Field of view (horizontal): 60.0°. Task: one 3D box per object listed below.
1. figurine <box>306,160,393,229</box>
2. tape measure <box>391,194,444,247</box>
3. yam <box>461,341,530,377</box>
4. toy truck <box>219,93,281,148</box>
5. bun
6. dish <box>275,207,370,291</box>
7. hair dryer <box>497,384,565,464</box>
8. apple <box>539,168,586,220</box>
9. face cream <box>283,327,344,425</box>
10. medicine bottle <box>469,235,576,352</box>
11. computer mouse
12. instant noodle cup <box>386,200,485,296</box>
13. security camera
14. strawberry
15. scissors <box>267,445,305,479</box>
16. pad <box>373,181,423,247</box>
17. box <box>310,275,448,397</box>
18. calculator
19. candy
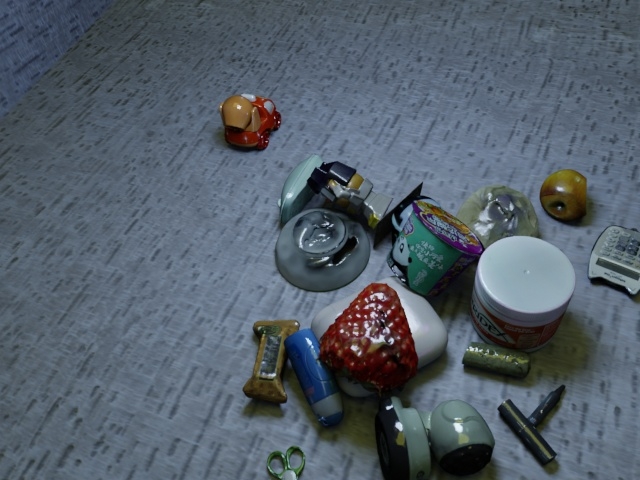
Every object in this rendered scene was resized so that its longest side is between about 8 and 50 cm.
[{"bbox_3d":[0.099,-0.162,1.845,0.308,0.308,0.143,33,83,28],"label":"figurine"},{"bbox_3d":[0.315,-0.051,1.781,0.182,0.181,0.107,-24,40,-9],"label":"tape measure"},{"bbox_3d":[0.486,0.328,1.534,0.179,0.078,0.078,9,54,18],"label":"yam"},{"bbox_3d":[-0.284,-0.497,2.171,0.189,0.239,0.265,12,55,16],"label":"toy truck"},{"bbox_3d":[0.558,-0.062,1.766,0.272,0.168,0.273,-5,59,9],"label":"bun"},{"bbox_3d":[0.000,0.000,1.822,0.324,0.124,0.324,-4,53,5],"label":"dish"},{"bbox_3d":[0.591,0.458,1.441,0.194,0.050,0.173,-25,56,-15],"label":"hair dryer"},{"bbox_3d":[0.806,-0.153,1.812,0.163,0.146,0.147,29,57,29],"label":"apple"},{"bbox_3d":[-0.013,0.375,1.511,0.083,0.149,0.264,-16,72,-28],"label":"face cream"},{"bbox_3d":[0.554,0.154,1.552,0.252,0.241,0.253,-4,51,5],"label":"medicine bottle"},{"bbox_3d":[-0.080,-0.191,1.952,0.097,0.159,0.288,32,56,11],"label":"computer mouse"},{"bbox_3d":[0.322,0.032,1.624,0.251,0.190,0.251,26,26,-14],"label":"instant noodle cup"},{"bbox_3d":[0.287,0.495,1.374,0.277,0.197,0.191,-7,40,-8],"label":"security camera"},{"bbox_3d":[0.152,0.249,1.419,0.253,0.150,0.280,38,70,16],"label":"strawberry"},{"bbox_3d":[-0.072,0.630,1.412,0.101,0.027,0.204,-17,50,-1],"label":"scissors"},{"bbox_3d":[0.255,-0.084,1.829,0.003,0.158,0.235,40,67,21],"label":"pad"},{"bbox_3d":[0.165,0.265,1.585,0.349,0.141,0.289,-25,55,-11],"label":"box"},{"bbox_3d":[0.928,0.051,1.702,0.177,0.040,0.268,26,60,25],"label":"calculator"},{"bbox_3d":[-0.145,0.336,1.606,0.143,0.101,0.271,6,47,2],"label":"candy"}]
